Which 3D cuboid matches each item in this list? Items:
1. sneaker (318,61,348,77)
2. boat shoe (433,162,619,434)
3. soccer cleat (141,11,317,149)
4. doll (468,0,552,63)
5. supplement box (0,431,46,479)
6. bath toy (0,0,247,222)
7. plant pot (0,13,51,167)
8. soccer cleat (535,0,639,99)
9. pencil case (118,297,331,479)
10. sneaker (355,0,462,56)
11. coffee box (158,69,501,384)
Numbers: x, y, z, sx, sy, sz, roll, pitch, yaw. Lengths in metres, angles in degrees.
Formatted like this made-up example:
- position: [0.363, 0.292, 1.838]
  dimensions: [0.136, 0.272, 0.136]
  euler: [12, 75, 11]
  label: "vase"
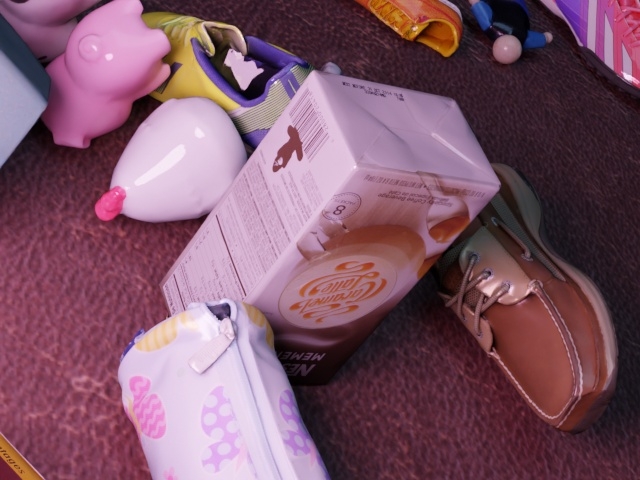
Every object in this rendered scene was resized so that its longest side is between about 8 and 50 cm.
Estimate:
- position: [0.016, -0.063, 1.201]
  dimensions: [0.115, 0.105, 0.281]
  euler: [35, 37, -13]
  label: "sneaker"
- position: [0.162, 0.043, 1.209]
  dimensions: [0.119, 0.123, 0.324]
  euler: [10, 35, -26]
  label: "boat shoe"
- position: [-0.092, -0.158, 1.132]
  dimensions: [0.093, 0.121, 0.289]
  euler: [-43, 47, -16]
  label: "soccer cleat"
- position: [0.248, -0.291, 1.716]
  dimensions: [0.129, 0.046, 0.189]
  euler: [27, 36, -13]
  label: "doll"
- position: [-0.213, 0.184, 0.638]
  dimensions: [0.191, 0.129, 0.194]
  euler: [44, 12, 10]
  label: "supplement box"
- position: [-0.203, -0.147, 1.089]
  dimensions: [0.129, 0.151, 0.348]
  euler: [-35, 76, -17]
  label: "bath toy"
- position: [-0.313, -0.135, 0.912]
  dimensions: [0.234, 0.166, 0.165]
  euler: [36, 8, -19]
  label: "plant pot"
- position: [0.403, -0.322, 1.825]
  dimensions: [0.108, 0.116, 0.318]
  euler: [-9, 55, -46]
  label: "soccer cleat"
- position: [-0.043, 0.170, 0.864]
  dimensions: [0.113, 0.124, 0.273]
  euler: [5, 47, -38]
  label: "pencil case"
- position: [0.098, -0.279, 1.559]
  dimensions: [0.175, 0.064, 0.067]
  euler: [22, 47, -17]
  label: "sneaker"
- position: [0.000, 0.000, 0.987]
  dimensions: [0.141, 0.246, 0.098]
  euler: [6, 47, -36]
  label: "coffee box"
